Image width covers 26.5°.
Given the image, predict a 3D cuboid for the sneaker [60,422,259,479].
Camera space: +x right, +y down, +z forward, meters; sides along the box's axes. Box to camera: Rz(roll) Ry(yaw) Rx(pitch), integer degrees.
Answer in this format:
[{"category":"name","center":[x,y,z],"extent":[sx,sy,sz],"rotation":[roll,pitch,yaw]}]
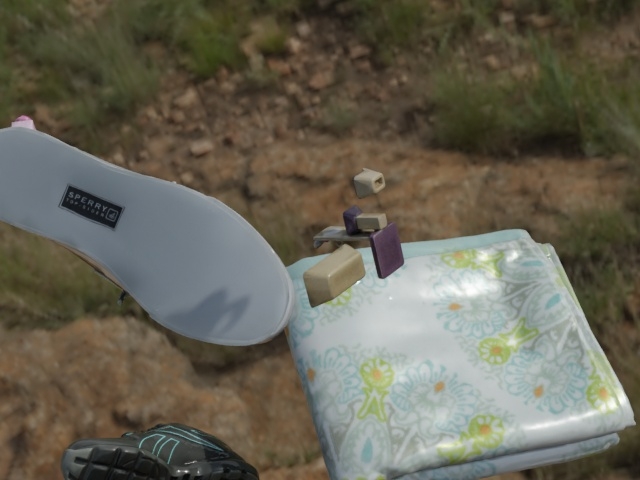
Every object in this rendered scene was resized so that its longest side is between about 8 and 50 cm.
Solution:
[{"category":"sneaker","center":[-0.210,0.284,1.717],"extent":[0.101,0.267,0.106],"rotation":[-61,36,19]}]

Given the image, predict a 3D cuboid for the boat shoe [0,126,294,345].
[{"category":"boat shoe","center":[-0.151,0.001,1.146],"extent":[0.306,0.105,0.113],"rotation":[21,87,16]}]

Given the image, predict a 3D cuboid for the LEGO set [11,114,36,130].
[{"category":"LEGO set","center":[-0.450,-0.087,1.532],"extent":[0.287,0.132,0.107],"rotation":[-2,45,-5]}]

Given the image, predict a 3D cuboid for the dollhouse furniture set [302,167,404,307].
[{"category":"dollhouse furniture set","center":[0.000,0.000,1.160],"extent":[0.081,0.091,0.114],"rotation":[2,24,39]}]

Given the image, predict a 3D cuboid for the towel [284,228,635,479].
[{"category":"towel","center":[0.156,0.138,1.652],"extent":[0.374,0.090,0.320],"rotation":[-9,49,-13]}]
